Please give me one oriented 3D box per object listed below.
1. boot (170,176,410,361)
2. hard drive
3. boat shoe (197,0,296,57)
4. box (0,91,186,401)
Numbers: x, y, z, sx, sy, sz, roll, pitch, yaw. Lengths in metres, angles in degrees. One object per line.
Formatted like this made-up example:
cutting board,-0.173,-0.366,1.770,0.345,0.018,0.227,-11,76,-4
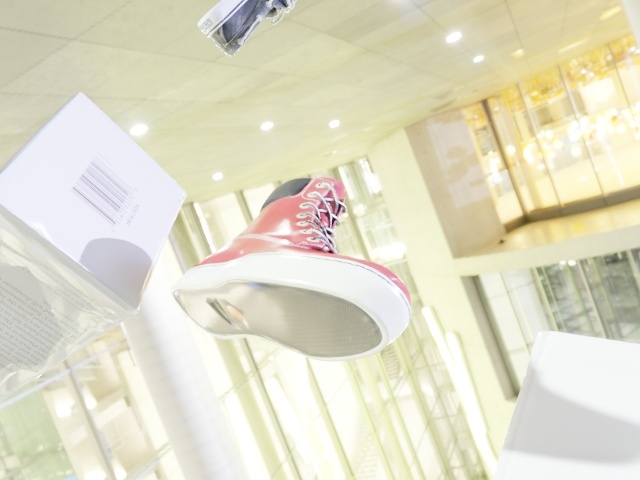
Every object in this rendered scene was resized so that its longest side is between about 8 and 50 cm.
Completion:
boot,0.000,0.000,0.452,0.244,0.088,0.176,-1,-141,51
hard drive,0.230,0.208,0.418,0.203,0.040,0.308,5,-137,34
boat shoe,-0.105,-0.486,1.121,0.306,0.105,0.113,-53,-157,-23
box,-0.347,0.034,0.631,0.345,0.168,0.215,-31,-150,23
